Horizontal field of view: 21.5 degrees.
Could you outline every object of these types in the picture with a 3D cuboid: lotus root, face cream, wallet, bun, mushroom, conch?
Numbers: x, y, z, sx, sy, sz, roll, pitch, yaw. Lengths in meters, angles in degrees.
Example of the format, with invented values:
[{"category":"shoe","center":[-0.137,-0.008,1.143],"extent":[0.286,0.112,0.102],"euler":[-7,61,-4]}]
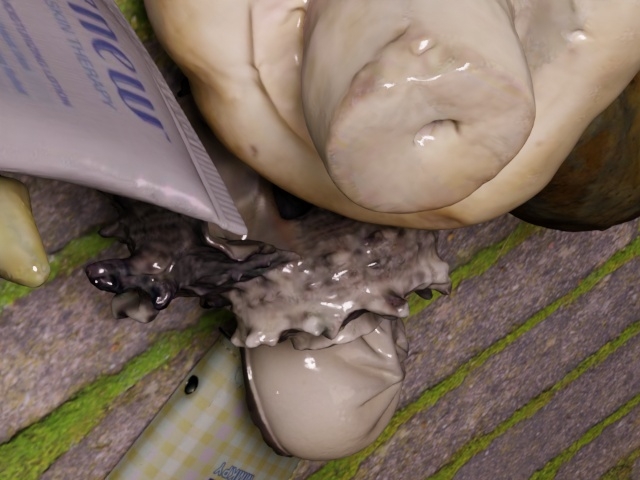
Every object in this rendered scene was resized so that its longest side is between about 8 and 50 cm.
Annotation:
[{"category":"lotus root","center":[0.185,-0.134,1.336],"extent":[0.250,0.250,0.346],"euler":[-53,151,5]},{"category":"face cream","center":[-0.208,-0.115,0.844],"extent":[0.137,0.235,0.420],"euler":[-43,154,19]},{"category":"wallet","center":[-0.124,0.237,1.489],"extent":[0.309,0.077,0.223],"euler":[-51,145,0]},{"category":"bun","center":[0.013,0.094,1.398],"extent":[0.119,0.173,0.173],"euler":[-10,156,21]},{"category":"mushroom","center":[0.070,-0.152,1.033],"extent":[0.353,0.353,0.325],"euler":[-48,149,-2]},{"category":"conch","center":[-0.036,0.007,1.199],"extent":[0.313,0.240,0.186],"euler":[24,91,-44]}]

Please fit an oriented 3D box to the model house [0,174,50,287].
[{"category":"model house","center":[-0.265,0.013,0.831],"extent":[0.267,0.325,0.194],"euler":[4,122,-53]}]
